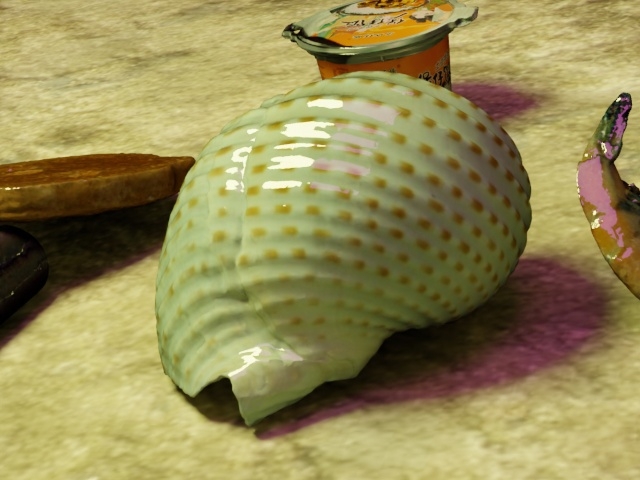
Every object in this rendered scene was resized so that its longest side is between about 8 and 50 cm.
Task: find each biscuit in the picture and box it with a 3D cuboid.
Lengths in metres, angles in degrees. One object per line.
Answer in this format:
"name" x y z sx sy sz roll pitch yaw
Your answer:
"biscuit" -0.264 -0.051 1.564 0.257 0.049 0.273 4 13 43

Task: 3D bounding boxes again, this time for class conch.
"conch" -0.002 -0.017 1.261 0.319 0.215 0.303 -30 20 -38

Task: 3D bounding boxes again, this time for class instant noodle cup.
"instant noodle cup" 0.070 -0.177 1.673 0.208 0.125 0.177 6 28 33

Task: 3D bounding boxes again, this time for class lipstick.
"lipstick" -0.337 0.076 1.341 0.081 0.081 0.299 1 25 25

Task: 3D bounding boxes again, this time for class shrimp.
"shrimp" 0.319 -0.046 1.255 0.262 0.198 0.051 -17 -20 -24
